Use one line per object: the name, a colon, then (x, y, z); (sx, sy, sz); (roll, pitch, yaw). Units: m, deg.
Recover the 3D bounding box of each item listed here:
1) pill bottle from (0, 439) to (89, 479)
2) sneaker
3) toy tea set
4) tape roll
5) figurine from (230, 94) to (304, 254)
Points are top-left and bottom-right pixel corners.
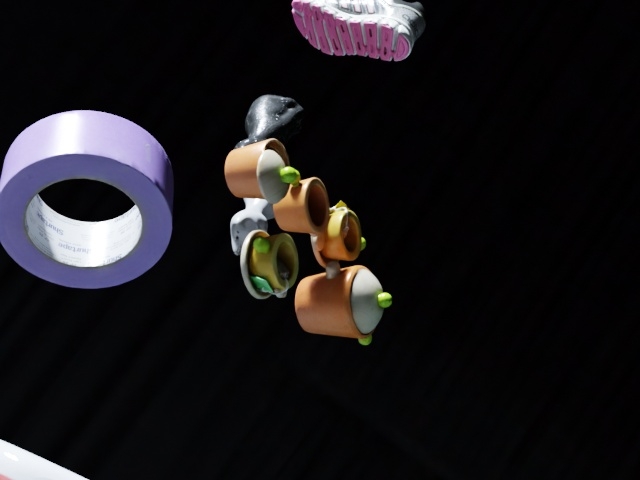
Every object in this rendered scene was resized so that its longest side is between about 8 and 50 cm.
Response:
pill bottle: (-0.284, 0.361, 1.061); (0.210, 0.363, 0.210); (24, -15, 7)
sneaker: (0.046, -0.242, 1.404); (0.170, 0.075, 0.063); (18, -43, 37)
toy tea set: (0.000, 0.000, 1.626); (0.124, 0.200, 0.336); (-5, -23, 27)
tape roll: (-0.254, -0.042, 1.399); (0.189, 0.189, 0.080); (41, 26, -32)
figurine: (-0.102, -0.103, 2.124); (0.092, 0.215, 0.209); (11, 31, 11)
